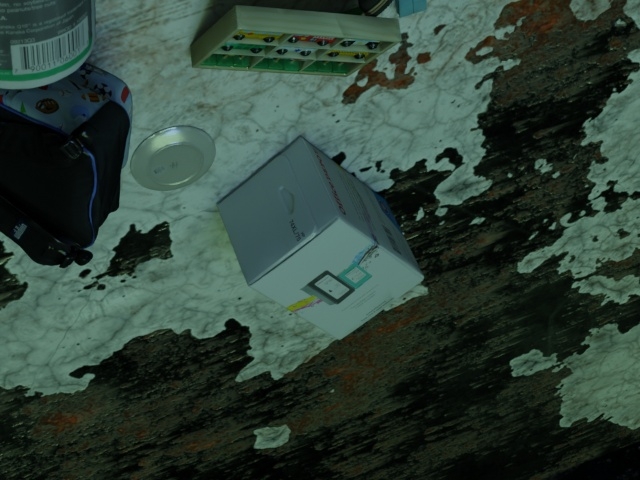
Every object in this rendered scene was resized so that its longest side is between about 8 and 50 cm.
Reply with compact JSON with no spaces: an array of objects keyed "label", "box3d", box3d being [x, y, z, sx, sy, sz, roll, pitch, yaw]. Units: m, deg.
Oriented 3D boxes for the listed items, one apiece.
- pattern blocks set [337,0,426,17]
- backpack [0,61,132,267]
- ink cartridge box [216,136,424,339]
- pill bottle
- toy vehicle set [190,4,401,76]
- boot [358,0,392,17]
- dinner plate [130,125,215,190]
[{"label":"pattern blocks set","box3d":[0.072,-0.439,1.930,0.285,0.026,0.325,-12,140,-16]},{"label":"backpack","box3d":[-0.395,-0.143,1.851,0.263,0.213,0.277,22,136,4]},{"label":"ink cartridge box","box3d":[0.000,0.000,2.265,0.197,0.198,0.270,-37,140,16]},{"label":"pill bottle","box3d":[-0.377,-0.378,1.613,0.204,0.204,0.361,-11,140,-17]},{"label":"toy vehicle set","box3d":[-0.037,-0.290,1.972,0.266,0.035,0.166,-1,168,-28]},{"label":"boot","box3d":[0.060,-0.412,1.895,0.137,0.077,0.198,14,136,-17]},{"label":"dinner plate","box3d":[-0.233,-0.126,2.140,0.141,0.017,0.141,-14,140,-12]}]
